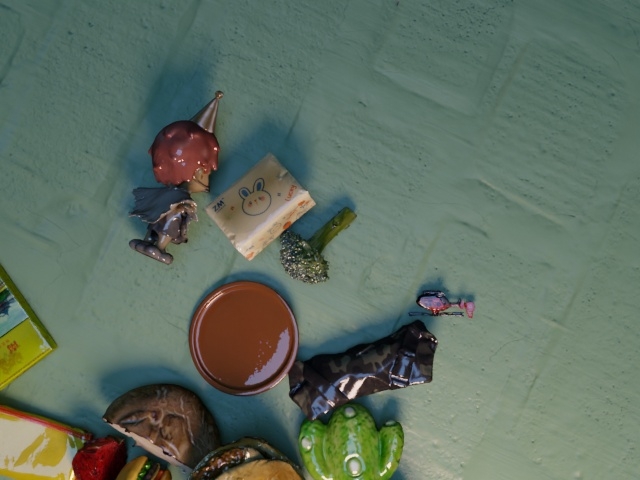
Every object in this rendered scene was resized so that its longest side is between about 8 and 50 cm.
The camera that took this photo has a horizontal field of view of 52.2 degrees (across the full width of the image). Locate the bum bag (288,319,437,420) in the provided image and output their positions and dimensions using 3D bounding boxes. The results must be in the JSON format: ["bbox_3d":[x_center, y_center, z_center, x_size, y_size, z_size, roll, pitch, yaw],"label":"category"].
[{"bbox_3d":[0.093,0.280,1.403,0.340,0.095,0.144,-18,57,0],"label":"bum bag"}]

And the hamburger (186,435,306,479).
[{"bbox_3d":[-0.152,0.538,1.314,0.259,0.145,0.283,-42,118,3],"label":"hamburger"}]

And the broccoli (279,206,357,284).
[{"bbox_3d":[0.001,0.002,1.429,0.204,0.122,0.118,-48,130,-18],"label":"broccoli"}]

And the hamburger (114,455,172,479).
[{"bbox_3d":[-0.382,0.536,1.366,0.115,0.162,0.162,27,87,-1],"label":"hamburger"}]

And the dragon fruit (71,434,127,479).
[{"bbox_3d":[-0.474,0.474,1.405,0.083,0.106,0.162,11,117,22],"label":"dragon fruit"}]

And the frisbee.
[{"bbox_3d":[-0.169,0.214,1.438,0.250,0.021,0.251,-1,84,7],"label":"frisbee"}]

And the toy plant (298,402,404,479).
[{"bbox_3d":[0.086,0.499,1.363,0.224,0.184,0.316,-16,77,3],"label":"toy plant"}]

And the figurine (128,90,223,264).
[{"bbox_3d":[-0.301,-0.144,1.421,0.207,0.166,0.387,12,79,46],"label":"figurine"}]

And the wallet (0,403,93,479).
[{"bbox_3d":[-0.630,0.448,1.426,0.241,0.067,0.141,19,82,-3],"label":"wallet"}]

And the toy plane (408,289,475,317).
[{"bbox_3d":[0.269,0.142,1.443,0.145,0.037,0.060,3,90,2],"label":"toy plane"}]

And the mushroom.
[{"bbox_3d":[-0.310,0.397,1.400,0.285,0.156,0.151,32,61,0],"label":"mushroom"}]

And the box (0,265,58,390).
[{"bbox_3d":[-0.757,0.159,1.450,0.187,0.047,0.335,-36,87,-2],"label":"box"}]

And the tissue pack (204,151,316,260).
[{"bbox_3d":[-0.132,-0.074,1.416,0.196,0.092,0.148,-42,64,0],"label":"tissue pack"}]
